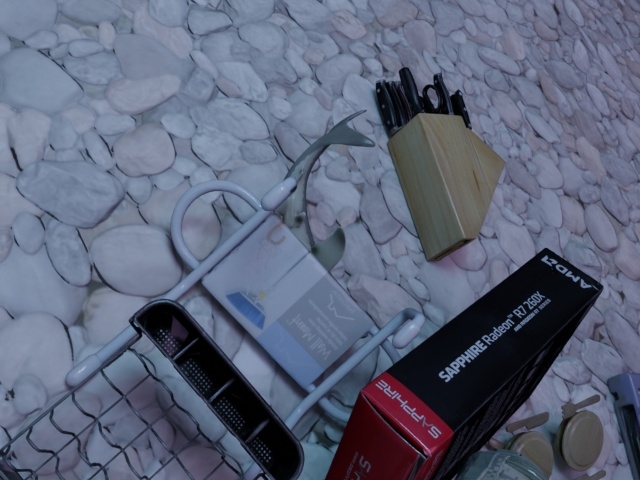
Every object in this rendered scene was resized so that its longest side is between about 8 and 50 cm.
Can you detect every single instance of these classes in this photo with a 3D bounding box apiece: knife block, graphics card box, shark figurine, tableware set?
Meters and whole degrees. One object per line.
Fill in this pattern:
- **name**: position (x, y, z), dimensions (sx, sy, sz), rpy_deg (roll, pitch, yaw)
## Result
- **knife block**: position (0.161, -0.138, 1.006), dimensions (0.242, 0.088, 0.275), rpy_deg (38, 51, -9)
- **graphics card box**: position (0.163, 0.177, 0.739), dimensions (0.371, 0.232, 0.094), rpy_deg (-27, 54, -38)
- **shark figurine**: position (-0.016, -0.024, 0.805), dimensions (0.166, 0.116, 0.278), rpy_deg (3, 100, 7)
- **tableware set**: position (0.321, 0.293, 0.904), dimensions (0.194, 0.039, 0.128), rpy_deg (-8, 94, -30)

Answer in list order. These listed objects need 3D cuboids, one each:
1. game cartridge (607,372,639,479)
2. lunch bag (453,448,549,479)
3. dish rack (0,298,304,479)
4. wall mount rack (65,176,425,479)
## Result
- **game cartridge**: position (0.596, 0.393, 1.028), dimensions (0.230, 0.068, 0.355), rpy_deg (7, 62, -26)
- **lunch bag**: position (0.143, 0.382, 0.610), dimensions (0.305, 0.212, 0.256), rpy_deg (-30, 96, -39)
- **dish rack**: position (-0.176, 0.211, 0.568), dimensions (0.271, 0.074, 0.208), rpy_deg (-41, 90, -21)
- **wall mount rack**: position (-0.071, 0.109, 0.698), dimensions (0.304, 0.130, 0.350), rpy_deg (-43, 92, 0)
